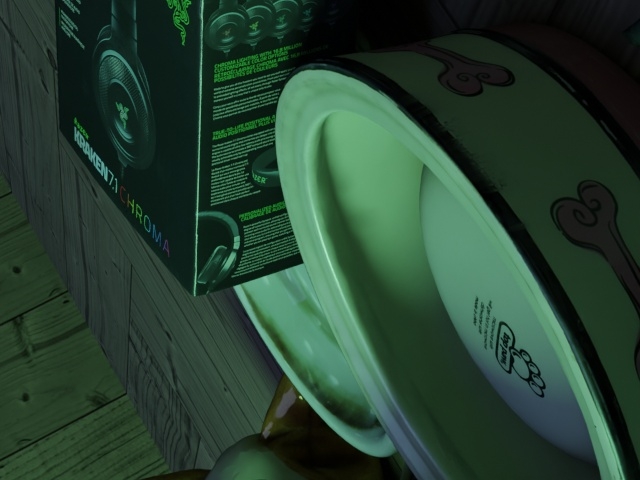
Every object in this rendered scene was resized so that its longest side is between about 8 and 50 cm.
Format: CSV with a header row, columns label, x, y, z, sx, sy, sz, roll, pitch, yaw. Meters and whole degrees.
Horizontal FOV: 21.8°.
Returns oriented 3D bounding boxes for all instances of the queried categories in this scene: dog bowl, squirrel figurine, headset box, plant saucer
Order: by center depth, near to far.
label,x,y,z,sx,sy,sz,roll,pitch,yaw
dog bowl,0.135,0.040,1.082,0.408,0.150,0.408,53,160,28
headset box,-0.092,-0.150,1.240,0.246,0.131,0.283,48,145,39
plant saucer,0.000,0.000,1.510,0.400,0.100,0.400,53,161,28
squirrel figurine,0.000,0.402,1.774,0.397,0.281,0.370,53,-171,-36

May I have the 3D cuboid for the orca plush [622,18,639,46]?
label,x,y,z,sx,sy,sz,roll,pitch,yaw
orca plush,0.237,0.010,0.817,0.287,0.151,0.102,57,-166,10

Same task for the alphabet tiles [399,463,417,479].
label,x,y,z,sx,sy,sz,roll,pitch,yaw
alphabet tiles,0.089,0.311,1.518,0.011,0.285,0.342,9,140,16
